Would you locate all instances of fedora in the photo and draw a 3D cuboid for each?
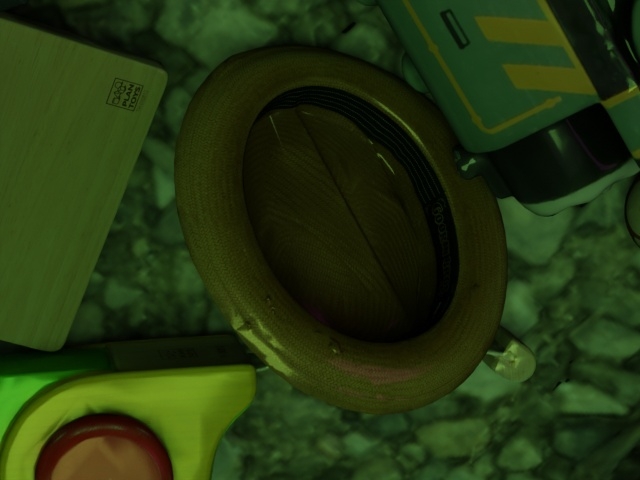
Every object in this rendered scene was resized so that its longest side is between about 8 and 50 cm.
[{"bbox_3d":[0.000,0.000,0.925,0.194,0.194,0.079,35,145,-13],"label":"fedora"}]

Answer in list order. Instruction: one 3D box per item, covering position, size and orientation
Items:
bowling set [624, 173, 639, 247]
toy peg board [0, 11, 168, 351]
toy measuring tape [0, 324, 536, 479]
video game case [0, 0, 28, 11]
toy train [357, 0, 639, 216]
[{"bbox_3d":[0.252,0.034,0.922,0.200,0.154,0.287,7,110,-5],"label":"bowling set"},{"bbox_3d":[-0.183,-0.048,0.932,0.160,0.079,0.161,16,110,-24],"label":"toy peg board"},{"bbox_3d":[-0.052,0.110,0.972,0.330,0.121,0.121,-4,111,-10],"label":"toy measuring tape"},{"bbox_3d":[-0.284,-0.157,0.851,0.274,0.026,0.196,-17,76,6],"label":"video game case"},{"bbox_3d":[0.089,-0.166,0.861,0.190,0.142,0.334,-25,111,21],"label":"toy train"}]
